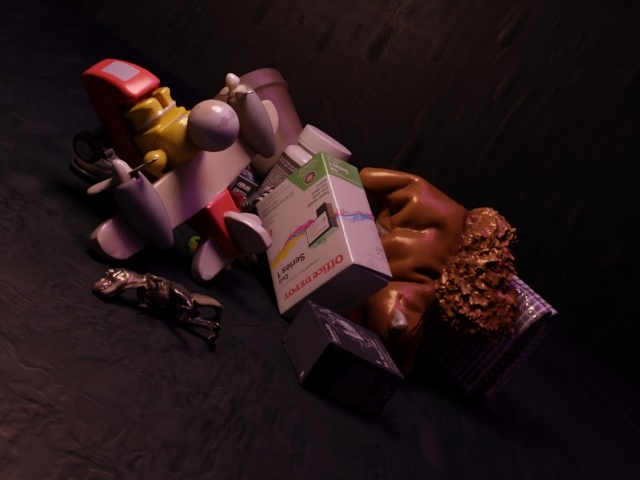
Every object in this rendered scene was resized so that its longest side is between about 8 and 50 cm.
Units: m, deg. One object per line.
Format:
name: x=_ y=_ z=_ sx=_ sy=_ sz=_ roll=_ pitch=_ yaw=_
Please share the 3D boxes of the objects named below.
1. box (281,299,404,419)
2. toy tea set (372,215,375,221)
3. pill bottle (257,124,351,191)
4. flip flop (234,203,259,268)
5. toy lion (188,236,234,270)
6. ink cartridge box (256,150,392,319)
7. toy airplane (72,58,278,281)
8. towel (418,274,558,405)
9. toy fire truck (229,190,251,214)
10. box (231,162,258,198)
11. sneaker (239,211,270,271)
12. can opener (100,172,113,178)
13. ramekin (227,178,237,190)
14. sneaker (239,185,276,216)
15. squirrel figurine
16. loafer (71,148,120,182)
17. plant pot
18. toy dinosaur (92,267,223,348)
box: x=0.035 y=0.198 z=1.380 sx=0.158 sy=0.093 sz=0.156 roll=28 pitch=12 yaw=-24
toy tea set: x=0.019 y=-0.033 z=1.916 sx=0.124 sy=0.200 sz=0.336 roll=36 pitch=-2 yaw=14
pill bottle: x=-0.055 y=-0.138 z=2.068 sx=0.161 sy=0.283 sz=0.161 roll=33 pitch=11 yaw=-7
flip flop: x=-0.219 y=-0.040 z=1.732 sx=0.277 sy=0.080 sz=0.112 roll=57 pitch=15 yaw=26
toy lion: x=-0.217 y=0.025 z=1.562 sx=0.100 sy=0.034 sz=0.096 roll=40 pitch=20 yaw=29
ink cartridge box: x=0.000 y=0.000 z=1.602 sx=0.117 sy=0.201 sz=0.278 roll=23 pitch=41 yaw=-42
toy airplane: x=-0.214 y=-0.126 z=1.407 sx=0.384 sy=0.272 sz=0.386 roll=11 pitch=58 yaw=-34
towel: x=0.359 y=0.196 z=1.857 sx=0.235 sy=0.283 sz=0.121 roll=44 pitch=13 yaw=33
toy fire truck: x=-0.212 y=-0.075 z=1.960 sx=0.135 sy=0.047 sz=0.192 roll=25 pitch=14 yaw=-37
box: x=-0.301 y=-0.218 z=2.236 sx=0.242 sy=0.076 sz=0.307 roll=31 pitch=11 yaw=-16
sneaker: x=-0.112 y=0.032 z=1.782 sx=0.235 sy=0.084 sz=0.097 roll=37 pitch=-19 yaw=20
can opener: x=-0.358 y=-0.110 z=1.626 sx=0.074 sy=0.093 sz=0.280 roll=3 pitch=5 yaw=6
ramekin: x=-0.280 y=-0.185 z=1.902 sx=0.207 sy=0.109 sz=0.207 roll=15 pitch=-10 yaw=3
sneaker: x=-0.110 y=-0.050 z=1.855 sx=0.132 sy=0.086 sz=0.229 roll=56 pitch=-6 yaw=-11
squirrel figurine: x=0.222 y=0.089 z=1.701 sx=0.397 sy=0.281 sz=0.370 roll=9 pitch=49 yaw=10
loafer: x=-0.418 y=-0.174 z=1.664 sx=0.096 sy=0.084 sz=0.267 roll=35 pitch=11 yaw=3
plant pot: x=-0.187 y=-0.356 z=2.698 sx=0.280 sy=0.323 sz=0.323 roll=53 pitch=15 yaw=11
toy dinosaur: x=-0.202 y=0.097 z=1.209 sx=0.118 sy=0.064 sz=0.268 roll=35 pitch=5 yaw=39
